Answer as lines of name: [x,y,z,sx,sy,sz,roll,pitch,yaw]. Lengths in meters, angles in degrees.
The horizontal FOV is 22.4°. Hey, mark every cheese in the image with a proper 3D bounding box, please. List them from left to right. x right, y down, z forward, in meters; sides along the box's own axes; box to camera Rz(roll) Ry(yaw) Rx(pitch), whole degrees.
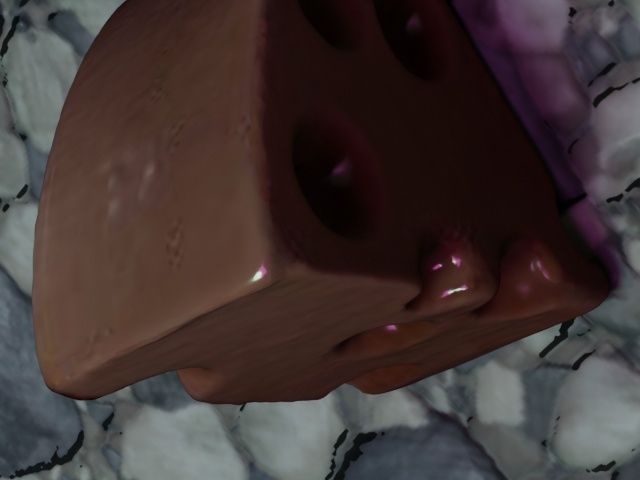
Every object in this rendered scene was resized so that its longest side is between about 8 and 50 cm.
cheese: [-0.018,-0.005,0.572,0.128,0.177,0.203,-24,101,36]
